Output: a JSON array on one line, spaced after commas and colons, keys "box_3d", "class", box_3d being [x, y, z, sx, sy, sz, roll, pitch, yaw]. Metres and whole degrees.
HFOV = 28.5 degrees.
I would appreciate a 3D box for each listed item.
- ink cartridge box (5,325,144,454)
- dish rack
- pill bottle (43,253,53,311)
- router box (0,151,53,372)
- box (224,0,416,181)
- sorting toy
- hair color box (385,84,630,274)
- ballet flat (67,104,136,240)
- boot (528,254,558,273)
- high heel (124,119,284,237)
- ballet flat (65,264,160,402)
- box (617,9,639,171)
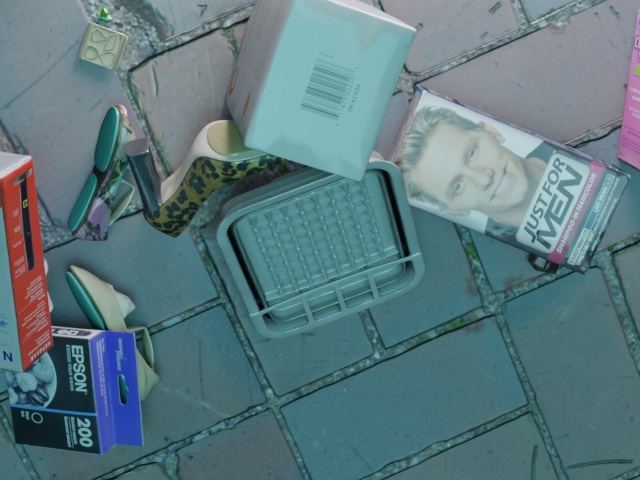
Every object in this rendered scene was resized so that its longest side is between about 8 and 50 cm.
[{"box_3d": [-0.382, 0.230, 1.942, 0.208, 0.045, 0.206, 3, 113, 12], "class": "ink cartridge box"}, {"box_3d": [0.000, 0.000, 1.904, 0.285, 0.072, 0.333, -20, 142, -1], "class": "dish rack"}, {"box_3d": [-0.479, 0.018, 1.872, 0.124, 0.124, 0.222, -21, 107, -3], "class": "pill bottle"}, {"box_3d": [-0.551, 0.009, 1.776, 0.335, 0.082, 0.301, 9, 118, 20], "class": "router box"}, {"box_3d": [-0.013, -0.240, 1.756, 0.168, 0.345, 0.215, 16, 103, -14], "class": "box"}, {"box_3d": [-0.318, -0.300, 1.866, 0.062, 0.012, 0.083, 20, 105, -9], "class": "sorting toy"}, {"box_3d": [0.279, -0.094, 1.946, 0.347, 0.105, 0.174, 21, 101, -5], "class": "hair color box"}, {"box_3d": [-0.313, -0.098, 1.900, 0.079, 0.077, 0.222, 12, 109, -31], "class": "ballet flat"}, {"box_3d": [0.359, -0.006, 2.046, 0.106, 0.037, 0.114, 23, 106, -12], "class": "boot"}, {"box_3d": [-0.148, -0.083, 1.883, 0.261, 0.093, 0.186, -4, 135, 10], "class": "high heel"}, {"box_3d": [-0.316, 0.136, 1.964, 0.086, 0.086, 0.249, -21, 109, -3], "class": "ballet flat"}, {"box_3d": [0.602, -0.229, 1.976, 0.213, 0.117, 0.243, 2, 105, -9], "class": "box"}]
